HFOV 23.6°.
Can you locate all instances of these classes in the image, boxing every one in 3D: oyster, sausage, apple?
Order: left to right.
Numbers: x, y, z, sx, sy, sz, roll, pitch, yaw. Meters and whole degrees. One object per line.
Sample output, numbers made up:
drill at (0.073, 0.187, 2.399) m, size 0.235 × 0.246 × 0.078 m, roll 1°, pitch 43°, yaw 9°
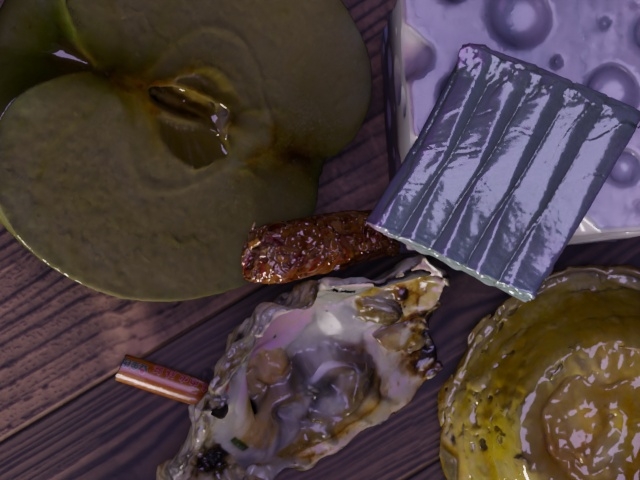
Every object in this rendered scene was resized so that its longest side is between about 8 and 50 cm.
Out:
sausage at (-0.157, 0.147, 1.579) m, size 0.107 × 0.031 × 0.031 m, roll 18°, pitch 86°, yaw -1°
apple at (-0.139, -0.126, 1.461) m, size 0.360 × 0.320 × 0.311 m, roll 23°, pitch 44°, yaw -37°
oyster at (-0.026, 0.132, 1.545) m, size 0.354 × 0.107 × 0.201 m, roll -34°, pitch 133°, yaw -6°

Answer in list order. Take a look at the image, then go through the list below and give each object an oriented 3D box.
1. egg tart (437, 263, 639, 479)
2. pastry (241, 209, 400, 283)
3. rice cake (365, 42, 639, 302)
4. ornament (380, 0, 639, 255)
egg tart at (0.289, 0.190, 1.545) m, size 0.345 × 0.132 × 0.345 m, roll 0°, pitch 85°, yaw 0°
pastry at (0.001, 0.000, 1.489) m, size 0.169 × 0.087 × 0.063 m, roll -13°, pitch 98°, yaw -31°
rice cake at (0.163, -0.062, 1.360) m, size 0.189 × 0.037 × 0.198 m, roll 24°, pitch 86°, yaw -1°
ornament at (0.192, -0.114, 1.503) m, size 0.239 × 0.240 × 0.240 m, roll -4°, pitch 87°, yaw -3°
